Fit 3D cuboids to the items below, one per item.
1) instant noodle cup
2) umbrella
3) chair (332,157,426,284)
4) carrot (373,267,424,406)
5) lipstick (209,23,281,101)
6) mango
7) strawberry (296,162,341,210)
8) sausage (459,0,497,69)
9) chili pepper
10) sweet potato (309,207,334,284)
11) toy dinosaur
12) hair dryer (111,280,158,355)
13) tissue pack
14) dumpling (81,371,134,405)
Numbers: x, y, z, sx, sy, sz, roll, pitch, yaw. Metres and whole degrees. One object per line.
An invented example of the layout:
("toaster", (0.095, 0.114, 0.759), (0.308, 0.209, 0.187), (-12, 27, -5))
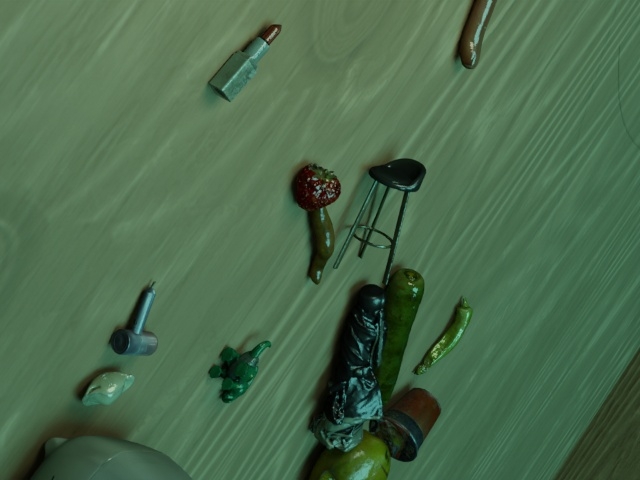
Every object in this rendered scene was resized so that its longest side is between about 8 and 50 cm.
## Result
("instant noodle cup", (0.198, 0.403, 2.060), (0.136, 0.127, 0.127), (-40, 143, -39))
("umbrella", (0.070, 0.253, 1.786), (0.113, 0.106, 0.357), (-4, 119, -32))
("chair", (0.100, -0.042, 1.606), (0.095, 0.104, 0.221), (9, 113, -35))
("carrot", (0.143, 0.212, 1.880), (0.074, 0.074, 0.358), (-22, 135, -41))
("lipstick", (-0.095, -0.247, 1.249), (0.129, 0.030, 0.030), (-51, 145, -10))
("mango", (0.043, 0.514, 1.940), (0.167, 0.130, 0.262), (15, 109, -50))
("strawberry", (-0.008, -0.077, 1.464), (0.073, 0.073, 0.083), (-14, 142, -46))
("sausage", (0.280, -0.388, 1.595), (0.043, 0.043, 0.186), (-4, 119, -50))
("chili pepper", (0.288, 0.227, 2.093), (0.208, 0.043, 0.049), (-57, 158, 0))
("sweet potato", (0.004, 0.001, 1.560), (0.044, 0.044, 0.179), (-32, 140, -32))
("toy dinosaur", (-0.131, 0.219, 1.558), (0.132, 0.059, 0.096), (-48, 154, 1))
("hair dryer", (-0.255, 0.112, 1.335), (0.063, 0.037, 0.114), (13, 99, -56))
("tissue pack", (-0.338, 0.444, 1.326), (0.333, 0.236, 0.229), (-56, 155, -1))
("dumpling", (-0.312, 0.220, 1.341), (0.077, 0.043, 0.059), (-48, 165, -41))
